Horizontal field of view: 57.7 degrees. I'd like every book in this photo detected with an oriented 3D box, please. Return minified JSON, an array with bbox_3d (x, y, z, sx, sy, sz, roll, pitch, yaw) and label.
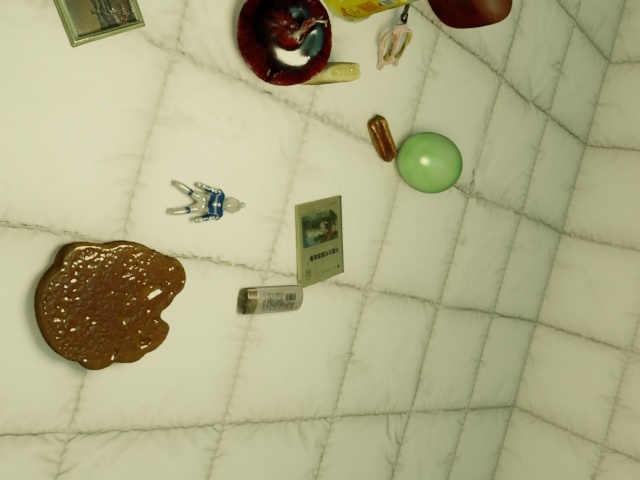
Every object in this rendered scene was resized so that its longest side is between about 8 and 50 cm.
[{"bbox_3d":[0.000,0.000,1.968,0.215,0.025,0.282,-18,111,-40],"label":"book"}]

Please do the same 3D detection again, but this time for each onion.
[{"bbox_3d":[-0.089,-0.553,1.568,0.273,0.285,0.272,-5,108,-14],"label":"onion"}]

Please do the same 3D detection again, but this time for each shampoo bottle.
[{"bbox_3d":[-0.156,0.187,1.847,0.228,0.056,0.086,1,103,-43],"label":"shampoo bottle"}]

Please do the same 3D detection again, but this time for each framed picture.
[{"bbox_3d":[-0.522,-0.592,1.321,0.197,0.014,0.252,-33,122,-33],"label":"framed picture"}]

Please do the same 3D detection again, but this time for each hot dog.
[{"bbox_3d":[0.216,-0.362,2.050,0.072,0.055,0.188,-25,116,-3],"label":"hot dog"}]

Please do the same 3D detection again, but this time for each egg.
[{"bbox_3d":[0.396,-0.285,2.129,0.270,0.220,0.220,13,92,-36],"label":"egg"}]

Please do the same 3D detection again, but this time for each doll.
[{"bbox_3d":[-0.312,-0.101,1.626,0.227,0.057,0.113,7,90,-35],"label":"doll"}]

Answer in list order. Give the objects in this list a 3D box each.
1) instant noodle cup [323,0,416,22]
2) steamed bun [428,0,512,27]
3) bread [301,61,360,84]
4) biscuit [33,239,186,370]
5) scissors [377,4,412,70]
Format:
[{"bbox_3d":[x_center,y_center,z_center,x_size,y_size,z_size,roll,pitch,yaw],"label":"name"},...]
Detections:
[{"bbox_3d":[0.177,-0.836,1.749,0.326,0.254,0.325,-13,109,-42],"label":"instant noodle cup"},{"bbox_3d":[0.513,-0.908,2.057,0.379,0.235,0.248,45,67,-41],"label":"steamed bun"},{"bbox_3d":[0.015,-0.500,1.739,0.140,0.178,0.060,-14,107,-41],"label":"bread"},{"bbox_3d":[-0.520,0.152,1.485,0.381,0.074,0.358,-24,118,-40],"label":"biscuit"},{"bbox_3d":[0.268,-0.716,1.927,0.160,0.024,0.317,-23,145,-36],"label":"scissors"}]
